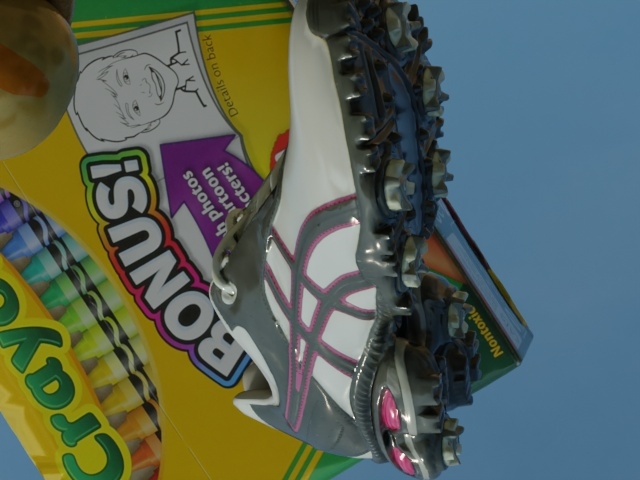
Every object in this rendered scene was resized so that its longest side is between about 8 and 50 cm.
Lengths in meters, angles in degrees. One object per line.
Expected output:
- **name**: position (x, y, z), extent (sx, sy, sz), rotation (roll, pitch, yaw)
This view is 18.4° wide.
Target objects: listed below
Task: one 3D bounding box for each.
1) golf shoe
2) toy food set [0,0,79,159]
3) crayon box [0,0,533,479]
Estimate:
- **golf shoe**: position (0.000, 0.000, 0.890), extent (0.120, 0.273, 0.105), rotation (5, -141, 17)
- **toy food set**: position (-0.133, -0.079, 0.604), extent (0.038, 0.132, 0.192), rotation (-126, -122, -88)
- **crayon box**: position (-0.090, 0.001, 1.302), extent (0.313, 0.363, 0.106), rotation (-33, 180, 14)
